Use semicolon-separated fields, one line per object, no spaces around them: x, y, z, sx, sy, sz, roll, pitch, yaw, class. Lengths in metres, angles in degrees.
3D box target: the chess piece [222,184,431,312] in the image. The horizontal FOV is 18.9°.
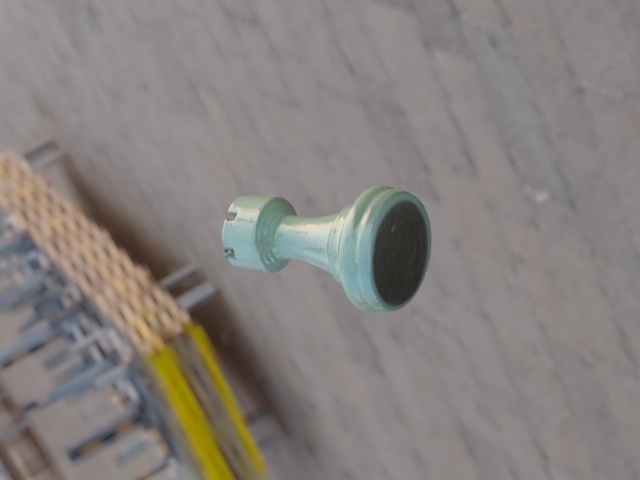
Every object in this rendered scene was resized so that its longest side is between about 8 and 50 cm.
0.000;0.000;1.020;0.103;0.067;0.067;8;135;32;chess piece
